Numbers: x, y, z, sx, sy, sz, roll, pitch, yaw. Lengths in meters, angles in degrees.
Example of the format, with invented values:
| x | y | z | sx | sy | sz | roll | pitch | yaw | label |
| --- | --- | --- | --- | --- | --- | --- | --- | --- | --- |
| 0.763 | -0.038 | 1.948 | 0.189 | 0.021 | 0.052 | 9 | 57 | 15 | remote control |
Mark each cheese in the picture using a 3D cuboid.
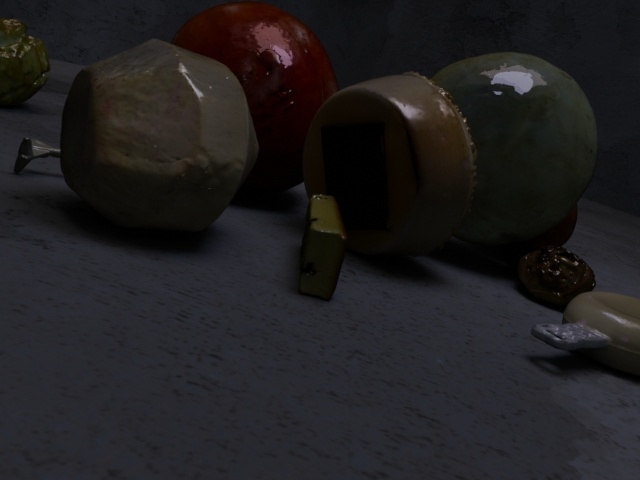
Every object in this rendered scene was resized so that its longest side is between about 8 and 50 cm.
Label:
| x | y | z | sx | sy | sz | roll | pitch | yaw | label |
| --- | --- | --- | --- | --- | --- | --- | --- | --- | --- |
| 0.350 | 0.111 | 0.903 | 0.248 | 0.071 | 0.163 | 10 | 15 | -18 | cheese |

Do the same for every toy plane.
| x | y | z | sx | sy | sz | roll | pitch | yaw | label |
| --- | --- | --- | --- | --- | --- | --- | --- | --- | --- |
| -0.319 | -0.122 | 1.103 | 0.286 | 0.092 | 0.108 | 9 | 40 | -32 | toy plane |

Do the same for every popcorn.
| x | y | z | sx | sy | sz | roll | pitch | yaw | label |
| --- | --- | --- | --- | --- | --- | --- | --- | --- | --- |
| -0.685 | -0.379 | 1.513 | 0.204 | 0.184 | 0.221 | 1 | 28 | -3 | popcorn |

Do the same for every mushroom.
| x | y | z | sx | sy | sz | roll | pitch | yaw | label |
| --- | --- | --- | --- | --- | --- | --- | --- | --- | --- |
| 0.300 | -0.156 | 1.237 | 0.352 | 0.352 | 0.260 | 19 | -10 | 16 | mushroom |

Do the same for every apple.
| x | y | z | sx | sy | sz | roll | pitch | yaw | label |
| --- | --- | --- | --- | --- | --- | --- | --- | --- | --- |
| 0.411 | -0.062 | 1.397 | 0.188 | 0.188 | 0.173 | 28 | 3 | 42 | apple |

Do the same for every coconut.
| x | y | z | sx | sy | sz | roll | pitch | yaw | label |
| --- | --- | --- | --- | --- | --- | --- | --- | --- | --- |
| -0.198 | -0.128 | 0.932 | 0.259 | 0.259 | 0.259 | 14 | 14 | -4 | coconut |

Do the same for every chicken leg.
| x | y | z | sx | sy | sz | roll | pitch | yaw | label |
| --- | --- | --- | --- | --- | --- | --- | --- | --- | --- |
| 0.364 | 0.047 | 1.174 | 0.107 | 0.087 | 0.251 | 32 | 5 | -8 | chicken leg |

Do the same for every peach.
| x | y | z | sx | sy | sz | roll | pitch | yaw | label |
| --- | --- | --- | --- | --- | --- | --- | --- | --- | --- |
| -0.134 | -0.250 | 1.282 | 0.369 | 0.370 | 0.370 | 14 | 14 | -4 | peach |

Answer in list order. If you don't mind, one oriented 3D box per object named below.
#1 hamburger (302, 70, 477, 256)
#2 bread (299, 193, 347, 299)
| x | y | z | sx | sy | sz | roll | pitch | yaw | label |
| --- | --- | --- | --- | --- | --- | --- | --- | --- | --- |
| 0.109 | -0.115 | 1.096 | 0.170 | 0.302 | 0.302 | -13 | 29 | -41 | hamburger |
| 0.000 | 0.000 | 0.935 | 0.049 | 0.088 | 0.226 | 11 | 13 | -4 | bread |
